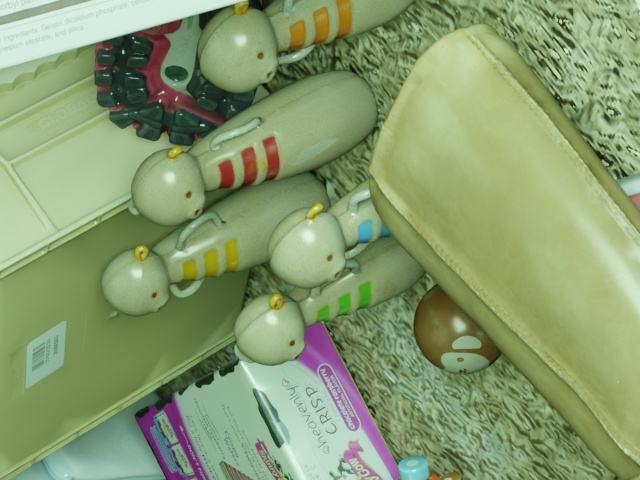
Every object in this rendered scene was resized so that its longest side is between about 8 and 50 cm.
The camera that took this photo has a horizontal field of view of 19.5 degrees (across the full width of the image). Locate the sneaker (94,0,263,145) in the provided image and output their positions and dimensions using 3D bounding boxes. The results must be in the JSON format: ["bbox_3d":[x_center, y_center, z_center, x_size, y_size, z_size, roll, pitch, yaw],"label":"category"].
[{"bbox_3d":[-0.068,-0.192,1.007,0.299,0.121,0.112,112,165,-45],"label":"sneaker"}]

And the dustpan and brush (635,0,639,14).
[{"bbox_3d":[0.182,-0.068,0.724,0.147,0.060,0.211,-19,97,63],"label":"dustpan and brush"}]

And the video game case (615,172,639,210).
[{"bbox_3d":[0.211,0.097,0.862,0.204,0.025,0.285,-19,96,63],"label":"video game case"}]

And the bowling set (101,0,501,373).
[{"bbox_3d":[0.000,0.000,1.003,0.200,0.154,0.287,52,151,22],"label":"bowling set"}]

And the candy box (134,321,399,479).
[{"bbox_3d":[-0.033,0.159,1.294,0.159,0.071,0.233,63,154,1],"label":"candy box"}]

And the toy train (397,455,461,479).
[{"bbox_3d":[0.099,0.212,1.142,0.125,0.046,0.166,19,126,56],"label":"toy train"}]

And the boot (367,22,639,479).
[{"bbox_3d":[0.119,0.066,0.881,0.269,0.089,0.236,49,137,25],"label":"boot"}]

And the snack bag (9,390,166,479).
[{"bbox_3d":[-0.270,0.073,1.409,0.037,0.342,0.323,-48,64,20],"label":"snack bag"}]

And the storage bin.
[{"bbox_3d":[-0.166,0.009,1.194,0.123,0.260,0.262,47,149,21],"label":"storage bin"}]

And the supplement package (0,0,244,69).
[{"bbox_3d":[-0.061,-0.202,0.772,0.204,0.262,0.145,-130,28,-54],"label":"supplement package"}]
